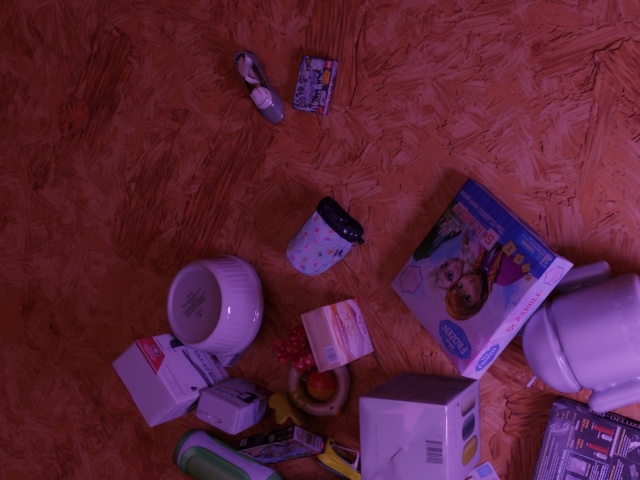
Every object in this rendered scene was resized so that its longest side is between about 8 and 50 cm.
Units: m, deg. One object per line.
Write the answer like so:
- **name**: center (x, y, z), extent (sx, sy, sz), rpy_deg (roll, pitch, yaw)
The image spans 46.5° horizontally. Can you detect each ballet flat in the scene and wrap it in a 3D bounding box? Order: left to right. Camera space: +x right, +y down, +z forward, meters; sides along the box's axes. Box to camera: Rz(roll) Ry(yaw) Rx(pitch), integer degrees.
- **ballet flat**: center (-0.167, -0.398, 1.927), extent (0.072, 0.068, 0.213), rpy_deg (-31, 79, 25)
- **ballet flat**: center (0.092, 0.568, 1.842), extent (0.231, 0.077, 0.077), rpy_deg (28, 91, 25)

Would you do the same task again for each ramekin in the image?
- **ramekin**: center (-0.287, 0.168, 1.951), extent (0.273, 0.127, 0.272), rpy_deg (-5, 82, 37)

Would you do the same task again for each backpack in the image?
- **backpack**: center (0.000, 0.000, 1.836), extent (0.152, 0.115, 0.182), rpy_deg (47, 114, 15)

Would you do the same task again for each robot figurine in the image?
- **robot figurine**: center (0.564, 0.190, 1.510), extent (0.353, 0.200, 0.300), rpy_deg (-23, 66, 26)

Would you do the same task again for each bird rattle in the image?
- **bird rattle**: center (-0.022, 0.348, 1.886), extent (0.207, 0.143, 0.253), rpy_deg (9, 84, 15)

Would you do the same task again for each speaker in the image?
- **speaker**: center (-0.246, 0.615, 1.983), extent (0.297, 0.131, 0.131), rpy_deg (22, 102, 25)

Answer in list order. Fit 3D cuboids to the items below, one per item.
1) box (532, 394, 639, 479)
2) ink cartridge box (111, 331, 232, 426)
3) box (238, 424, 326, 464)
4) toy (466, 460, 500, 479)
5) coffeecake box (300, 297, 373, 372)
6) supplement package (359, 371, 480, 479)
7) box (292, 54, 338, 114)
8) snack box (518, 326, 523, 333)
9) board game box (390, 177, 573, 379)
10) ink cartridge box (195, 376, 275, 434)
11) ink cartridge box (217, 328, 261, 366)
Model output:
- **box**: center (0.583, 0.518, 1.585), extent (0.242, 0.076, 0.307), rpy_deg (15, 99, 26)
- **ink cartridge box**: center (-0.382, 0.351, 1.959), extent (0.114, 0.273, 0.197), rpy_deg (-42, 74, 18)
- **box**: center (-0.099, 0.521, 1.890), extent (0.207, 0.114, 0.036), rpy_deg (-25, 44, 38)
- **toy**: center (0.389, 0.647, 1.701), extent (0.137, 0.056, 0.237), rpy_deg (-37, 76, 22)
- **coffeecake box**: center (0.043, 0.223, 1.784), extent (0.068, 0.185, 0.142), rpy_deg (-22, 83, 26)
- **supplement package**: center (0.227, 0.422, 1.656), extent (0.198, 0.263, 0.199), rpy_deg (0, 92, 26)
- **box**: center (-0.014, -0.391, 1.872), extent (0.094, 0.027, 0.137), rpy_deg (15, 99, 25)
- **snack box**: center (0.419, 0.156, 1.672), extent (0.141, 0.037, 0.100), rpy_deg (6, 96, 27)
- **board game box**: center (0.333, 0.077, 1.618), extent (0.318, 0.066, 0.318), rpy_deg (-56, 40, 17)
- **ink cartridge box**: center (-0.218, 0.426, 1.931), extent (0.127, 0.175, 0.072), rpy_deg (19, 101, 25)
- **ink cartridge box**: center (-0.256, 0.232, 2.028), extent (0.145, 0.045, 0.179), rpy_deg (-52, 54, 20)
